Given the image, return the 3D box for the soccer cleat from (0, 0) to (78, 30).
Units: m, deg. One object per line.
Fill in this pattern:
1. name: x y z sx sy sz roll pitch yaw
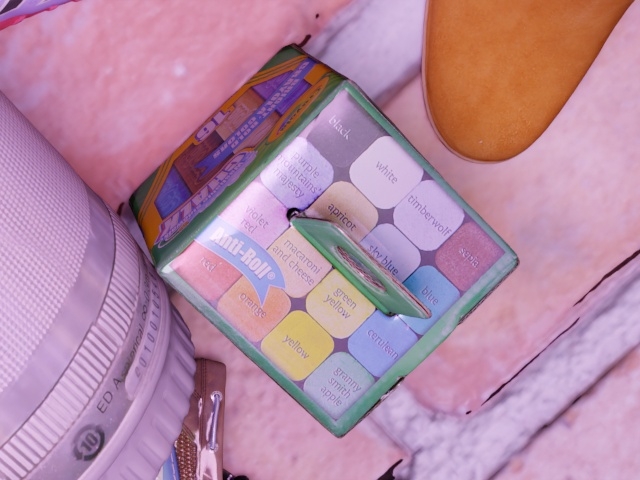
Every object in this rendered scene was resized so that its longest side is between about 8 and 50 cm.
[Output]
1. soccer cleat: -0.171 -0.139 0.884 0.248 0.083 0.095 -10 123 -8

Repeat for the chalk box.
1. chalk box: 0.000 0.000 0.869 0.132 0.213 0.132 -44 106 2

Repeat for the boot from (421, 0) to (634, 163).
1. boot: 0.141 -0.154 0.856 0.104 0.211 0.295 15 105 -15

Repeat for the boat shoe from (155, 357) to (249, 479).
1. boat shoe: -0.067 0.155 0.972 0.066 0.066 0.183 -9 105 -9

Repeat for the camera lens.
1. camera lens: -0.215 0.019 0.807 0.219 0.219 0.274 -40 124 1
